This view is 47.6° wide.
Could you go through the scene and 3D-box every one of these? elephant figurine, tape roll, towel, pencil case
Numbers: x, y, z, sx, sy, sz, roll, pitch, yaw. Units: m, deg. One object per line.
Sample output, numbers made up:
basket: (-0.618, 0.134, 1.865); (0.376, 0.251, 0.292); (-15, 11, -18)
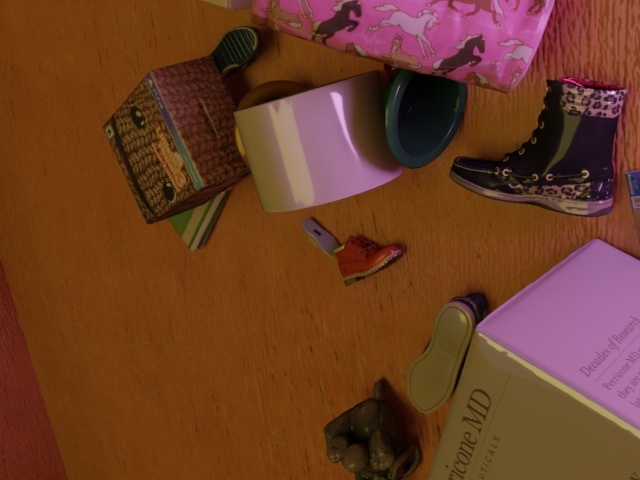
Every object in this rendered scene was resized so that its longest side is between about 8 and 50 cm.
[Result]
elephant figurine: (0.111, 0.441, 1.443); (0.239, 0.186, 0.169); (60, -178, -35)
tape roll: (-0.002, -0.161, 1.171); (0.246, 0.246, 0.169); (-4, 107, 46)
towel: (-0.339, -0.163, 1.666); (0.325, 0.038, 0.248); (50, 136, 16)
pencil case: (0.102, -0.315, 0.937); (0.386, 0.160, 0.167); (16, 126, -3)

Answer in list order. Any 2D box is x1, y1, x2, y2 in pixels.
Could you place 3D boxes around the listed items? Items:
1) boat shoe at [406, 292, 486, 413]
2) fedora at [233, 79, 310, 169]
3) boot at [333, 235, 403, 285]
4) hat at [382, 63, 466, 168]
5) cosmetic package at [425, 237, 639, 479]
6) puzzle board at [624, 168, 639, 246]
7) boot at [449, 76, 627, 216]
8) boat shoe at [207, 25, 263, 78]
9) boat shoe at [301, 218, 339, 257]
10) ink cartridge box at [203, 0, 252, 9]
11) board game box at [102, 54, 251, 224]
boat shoe: (0.220, 0.196, 1.257); (0.095, 0.079, 0.255); (34, 128, 32)
fedora: (-0.068, -0.195, 1.319); (0.079, 0.194, 0.194); (-141, 35, -75)
boot: (0.082, 0.025, 1.327); (0.158, 0.059, 0.085); (-26, 85, 49)
hat: (0.105, -0.225, 1.114); (0.183, 0.208, 0.173); (23, 148, 41)
cosmetic package: (0.403, 0.266, 0.927); (0.393, 0.327, 0.329); (32, 130, 31)
puzzle board: (0.461, -0.037, 0.954); (0.096, 0.011, 0.128); (-6, 105, 47)
boot: (0.300, -0.141, 1.009); (0.236, 0.085, 0.179); (17, 119, 31)
boat shoe: (-0.155, -0.357, 1.361); (0.183, 0.066, 0.066); (-15, 101, 53)
boat shoe: (0.000, 0.000, 1.416); (0.100, 0.035, 0.035); (42, 161, 17)
ink cartridge box: (-0.174, -0.468, 1.273); (0.190, 0.139, 0.082); (25, 124, 34)
board game box: (-0.282, -0.190, 1.441); (0.291, 0.141, 0.232); (-23, 92, 54)
